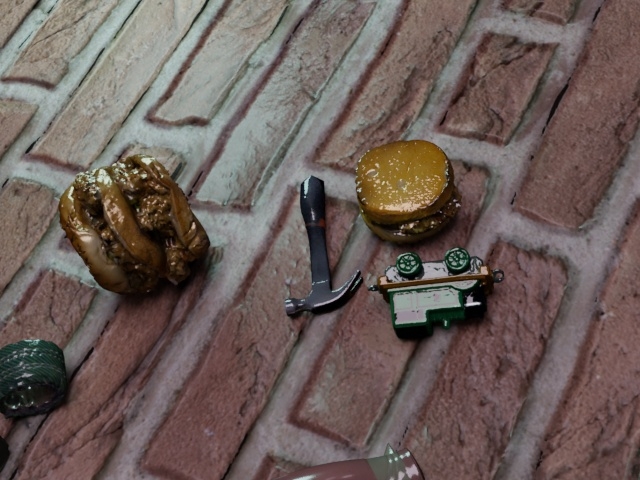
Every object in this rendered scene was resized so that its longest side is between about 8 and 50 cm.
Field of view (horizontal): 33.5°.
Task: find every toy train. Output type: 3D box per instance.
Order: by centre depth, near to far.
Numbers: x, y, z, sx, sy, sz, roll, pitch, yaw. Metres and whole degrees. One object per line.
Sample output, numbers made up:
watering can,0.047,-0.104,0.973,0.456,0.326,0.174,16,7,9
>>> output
toy train,0.191,0.091,1.756,0.228,0.091,0.136,-4,65,10

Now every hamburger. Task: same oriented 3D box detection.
hamburger,0.159,-0.081,1.864,0.191,0.118,0.181,11,63,26
hamburger,-0.336,-0.039,1.879,0.211,0.260,0.245,-32,61,-4

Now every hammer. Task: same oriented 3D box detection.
hammer,0.000,0.000,1.898,0.137,0.037,0.289,-10,54,8

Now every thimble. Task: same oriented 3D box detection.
thimble,-0.502,0.236,1.814,0.135,0.118,0.090,-19,52,1

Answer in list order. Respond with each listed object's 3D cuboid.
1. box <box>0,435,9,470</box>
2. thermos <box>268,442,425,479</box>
box,-0.655,0.398,1.736,0.178,0.138,0.274,16,61,19
thermos,0.031,0.399,1.549,0.265,0.146,0.176,-18,47,-5
